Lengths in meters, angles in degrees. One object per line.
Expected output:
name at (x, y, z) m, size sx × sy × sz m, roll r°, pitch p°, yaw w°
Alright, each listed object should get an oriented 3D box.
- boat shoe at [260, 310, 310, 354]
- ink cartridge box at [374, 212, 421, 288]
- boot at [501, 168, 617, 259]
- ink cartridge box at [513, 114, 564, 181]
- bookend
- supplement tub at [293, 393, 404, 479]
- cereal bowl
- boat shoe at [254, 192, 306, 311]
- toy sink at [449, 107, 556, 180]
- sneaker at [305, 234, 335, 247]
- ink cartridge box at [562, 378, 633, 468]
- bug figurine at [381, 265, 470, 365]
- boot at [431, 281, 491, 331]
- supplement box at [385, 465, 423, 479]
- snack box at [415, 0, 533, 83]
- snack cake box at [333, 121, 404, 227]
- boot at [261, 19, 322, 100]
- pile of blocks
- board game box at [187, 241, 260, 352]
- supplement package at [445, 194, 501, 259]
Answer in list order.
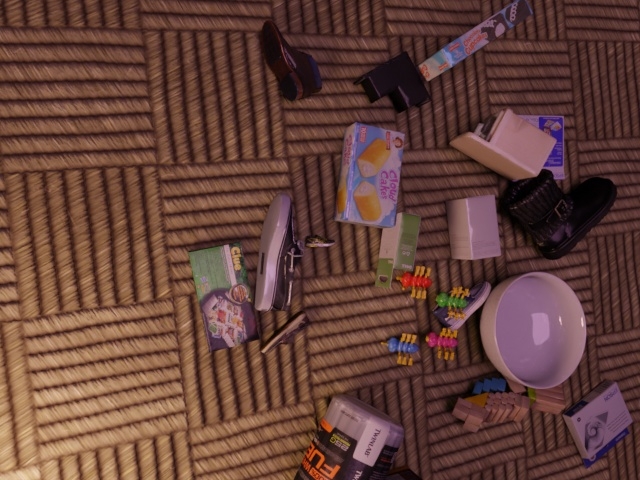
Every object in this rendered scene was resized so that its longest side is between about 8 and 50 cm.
boat shoe at (-0.088, 0.249, 1.253) m, size 0.152 × 0.056 × 0.049 m, roll -41°, pitch 96°, yaw -15°
ink cartridge box at (0.212, 0.031, 1.327) m, size 0.062 × 0.109 × 0.209 m, roll 10°, pitch 86°, yaw -17°
boot at (0.747, -0.138, 1.486) m, size 0.348 × 0.131 × 0.260 m, roll -46°, pitch 107°, yaw -13°
ink cartridge box at (0.678, -0.291, 1.517) m, size 0.207 × 0.045 × 0.208 m, roll -3°, pitch 92°, yaw -17°
bookend at (0.204, -0.421, 1.350) m, size 0.156 × 0.072 × 0.157 m, roll -34°, pitch 100°, yaw -15°
supplement tub at (0.057, 0.586, 1.218) m, size 0.207 × 0.207 × 0.337 m, roll 29°, pitch 80°, yaw -16°
cereal bowl at (0.615, 0.261, 1.436) m, size 0.340 × 0.141 × 0.338 m, roll 1°, pitch 86°, yaw -19°
boat shoe at (-0.094, 0.034, 1.227) m, size 0.105 × 0.113 × 0.305 m, roll 7°, pitch 90°, yaw -25°
toy sink at (0.523, -0.290, 1.387) m, size 0.234 × 0.153 × 0.131 m, roll 28°, pitch 89°, yaw -5°
sneaker at (0.000, 0.000, 1.298) m, size 0.084 × 0.031 × 0.035 m, roll -4°, pitch 90°, yaw -18°
ink cartridge box at (0.935, 0.617, 1.592) m, size 0.224 × 0.045 × 0.223 m, roll -29°, pitch 98°, yaw -17°
bug figurine at (0.299, 0.217, 1.355) m, size 0.217 × 0.072 × 0.278 m, roll 13°, pitch 90°, yaw 2°
boot at (0.418, 0.174, 1.414) m, size 0.086 × 0.069 × 0.190 m, roll 45°, pitch 79°, yaw -8°
supplement box at (0.228, 0.748, 1.278) m, size 0.129 × 0.194 × 0.191 m, roll -5°, pitch 91°, yaw -19°
snack box at (0.421, -0.560, 1.363) m, size 0.322 × 0.187 × 0.060 m, roll -36°, pitch 100°, yaw -15°
snack cake box at (0.134, -0.173, 1.315) m, size 0.152 × 0.089 × 0.263 m, roll 8°, pitch 87°, yaw -17°
boot at (-0.076, -0.478, 1.271) m, size 0.106 × 0.082 × 0.219 m, roll -23°, pitch 92°, yaw -39°
pile of blocks at (0.556, 0.485, 1.453) m, size 0.363 × 0.148 × 0.112 m, roll -6°, pitch 134°, yaw -9°
board game box at (-0.244, 0.141, 1.218) m, size 0.136 × 0.030 × 0.259 m, roll -11°, pitch 93°, yaw -16°
supplement package at (0.448, -0.038, 1.409) m, size 0.105 × 0.105 × 0.179 m, roll -7°, pitch 92°, yaw -18°
